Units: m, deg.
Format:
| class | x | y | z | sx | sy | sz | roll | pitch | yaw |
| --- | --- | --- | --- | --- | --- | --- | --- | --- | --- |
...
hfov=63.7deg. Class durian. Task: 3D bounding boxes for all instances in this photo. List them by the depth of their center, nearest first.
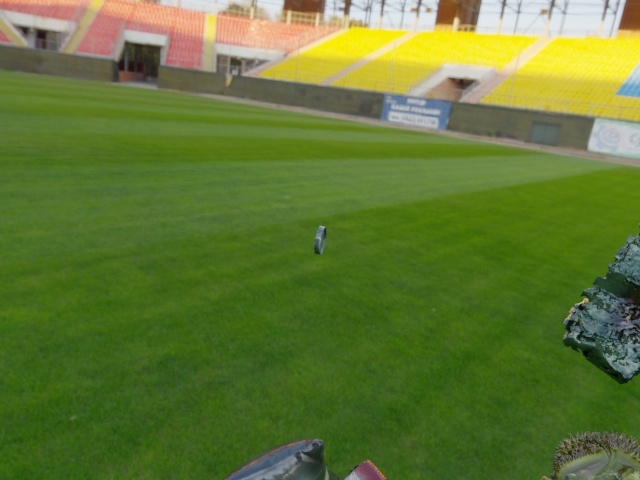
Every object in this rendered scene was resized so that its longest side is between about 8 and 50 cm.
| class | x | y | z | sx | sy | sz | roll | pitch | yaw |
| --- | --- | --- | --- | --- | --- | --- | --- | --- | --- |
| durian | 0.428 | 0.358 | 0.787 | 0.146 | 0.208 | 0.102 | 48 | 48 | 3 |

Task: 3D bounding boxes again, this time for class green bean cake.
| class | x | y | z | sx | sy | sz | roll | pitch | yaw |
| --- | --- | --- | --- | --- | --- | --- | --- | --- | --- |
| green bean cake | 0.406 | 0.053 | 0.634 | 0.107 | 0.208 | 0.194 | 41 | 31 | 29 |

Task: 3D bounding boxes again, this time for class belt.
| class | x | y | z | sx | sy | sz | roll | pitch | yaw |
| --- | --- | --- | --- | --- | --- | --- | --- | --- | --- |
| belt | 0.139 | 0.903 | 1.885 | 0.124 | 0.201 | 0.128 | 42 | -4 | 36 |

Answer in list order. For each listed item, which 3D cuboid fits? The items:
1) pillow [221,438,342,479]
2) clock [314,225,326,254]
| class | x | y | z | sx | sy | sz | roll | pitch | yaw |
| --- | --- | --- | --- | --- | --- | --- | --- | --- | --- |
| pillow | -0.061 | 0.404 | 0.846 | 0.186 | 0.249 | 0.106 | -23 | 50 | -8 |
| clock | 0.000 | 0.000 | 1.476 | 0.017 | 0.085 | 0.085 | 11 | 16 | 11 |
